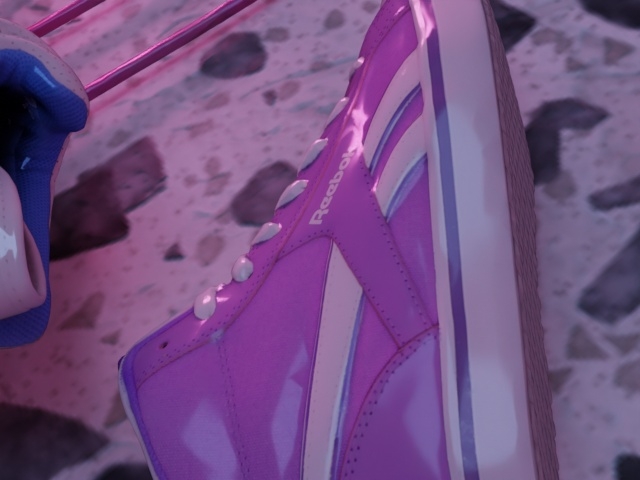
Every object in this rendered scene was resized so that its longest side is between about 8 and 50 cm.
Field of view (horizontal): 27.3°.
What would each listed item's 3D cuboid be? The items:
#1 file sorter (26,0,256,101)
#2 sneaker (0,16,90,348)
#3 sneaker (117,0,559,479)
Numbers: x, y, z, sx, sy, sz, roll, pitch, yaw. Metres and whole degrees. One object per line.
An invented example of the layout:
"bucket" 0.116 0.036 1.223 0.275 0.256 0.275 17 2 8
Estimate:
"file sorter" -0.166 -0.228 0.671 0.182 0.202 0.291 -33 49 -10
"sneaker" -0.220 0.022 0.467 0.236 0.130 0.323 5 45 30
"sneaker" 0.000 0.000 0.496 0.161 0.102 0.282 -9 50 16
